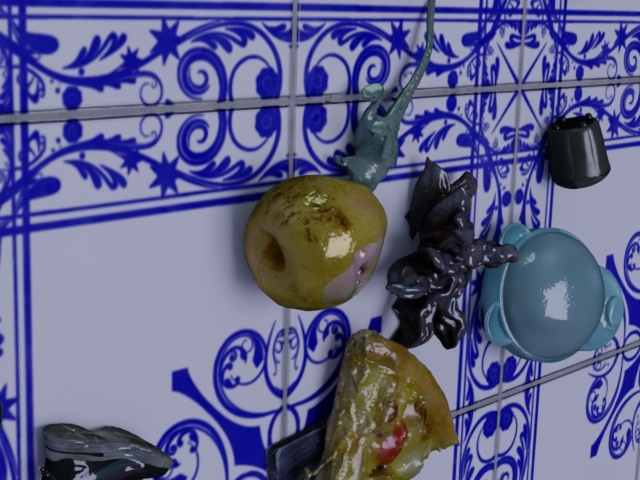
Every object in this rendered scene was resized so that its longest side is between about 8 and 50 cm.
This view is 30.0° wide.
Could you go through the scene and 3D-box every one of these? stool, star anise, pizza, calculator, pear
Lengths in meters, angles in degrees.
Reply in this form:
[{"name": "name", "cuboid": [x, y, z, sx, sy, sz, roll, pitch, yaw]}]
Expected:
[{"name": "stool", "cuboid": [0.409, -0.142, 1.905, 0.096, 0.096, 0.110, -31, 115, -39]}, {"name": "star anise", "cuboid": [0.175, 0.024, 1.667, 0.283, 0.129, 0.212, -61, 143, -20]}, {"name": "pizza", "cuboid": [0.078, 0.295, 1.622, 0.280, 0.075, 0.287, 41, 71, -42]}, {"name": "calculator", "cuboid": [0.026, 0.311, 1.647, 0.262, 0.021, 0.161, -19, 112, -44]}, {"name": "pear", "cuboid": [0.000, 0.000, 1.435, 0.178, 0.178, 0.178, -14, 109, -45]}]

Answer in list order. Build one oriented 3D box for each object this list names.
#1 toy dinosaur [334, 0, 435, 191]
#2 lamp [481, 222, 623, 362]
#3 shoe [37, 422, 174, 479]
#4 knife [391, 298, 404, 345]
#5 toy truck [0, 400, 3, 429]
[{"name": "toy dinosaur", "cuboid": [0.087, -0.168, 1.546, 0.383, 0.076, 0.129, -61, 168, -9]}, {"name": "lamp", "cuboid": [0.369, 0.091, 1.875, 0.284, 0.147, 0.209, 20, 82, -49]}, {"name": "shoe", "cuboid": [-0.241, 0.258, 1.309, 0.169, 0.071, 0.099, 19, 88, -44]}, {"name": "knife", "cuboid": [0.134, 0.095, 1.715, 0.060, 0.028, 0.230, 50, 60, -27]}, {"name": "toy truck", "cuboid": [-0.343, 0.129, 1.156, 0.080, 0.078, 0.154, -21, 115, -42]}]
